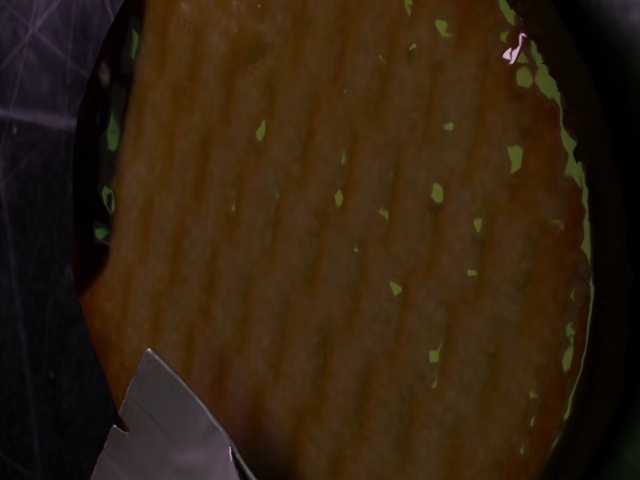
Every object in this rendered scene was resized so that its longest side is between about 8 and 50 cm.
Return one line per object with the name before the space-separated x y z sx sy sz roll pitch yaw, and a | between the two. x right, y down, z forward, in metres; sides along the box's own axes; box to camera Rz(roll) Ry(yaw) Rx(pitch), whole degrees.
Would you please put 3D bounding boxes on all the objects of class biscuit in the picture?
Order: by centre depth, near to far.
biscuit | 0.000 0.000 0.756 0.318 0.040 0.318 9 102 44

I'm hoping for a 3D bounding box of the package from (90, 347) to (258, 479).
package | -0.043 0.199 0.784 0.251 0.062 0.204 63 143 26
